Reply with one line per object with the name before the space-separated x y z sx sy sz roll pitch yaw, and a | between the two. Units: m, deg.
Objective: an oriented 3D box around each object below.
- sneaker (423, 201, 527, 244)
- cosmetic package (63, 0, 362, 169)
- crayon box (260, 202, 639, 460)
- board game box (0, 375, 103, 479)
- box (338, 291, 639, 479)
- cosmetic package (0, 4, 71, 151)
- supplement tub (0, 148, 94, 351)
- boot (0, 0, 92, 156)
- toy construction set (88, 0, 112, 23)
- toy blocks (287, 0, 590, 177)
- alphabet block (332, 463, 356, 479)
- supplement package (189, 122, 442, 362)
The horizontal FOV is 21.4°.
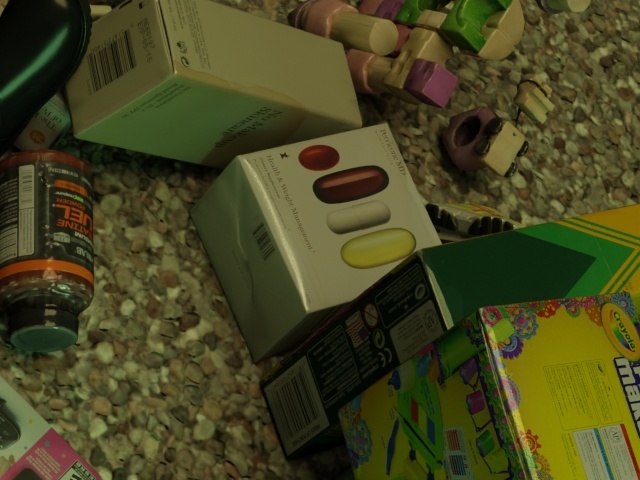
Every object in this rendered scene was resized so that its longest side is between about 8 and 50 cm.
sneaker | 0.207 -0.002 2.002 0.208 0.081 0.094 27 24 37
cosmetic package | -0.115 -0.166 1.841 0.309 0.160 0.113 10 60 -49
crayon box | 0.155 0.100 1.790 0.313 0.363 0.106 -10 71 -32
board game box | -0.384 0.259 1.576 0.224 0.097 0.303 45 54 -1
box | 0.183 0.236 1.548 0.177 0.279 0.290 -5 69 -30
cosmetic package | -0.363 -0.198 1.816 0.239 0.099 0.060 40 42 -5
supplement tub | -0.286 0.012 1.752 0.106 0.106 0.198 8 63 -26
boot | -0.334 -0.137 1.677 0.094 0.246 0.207 37 28 -3
toy construction set | -0.268 -0.380 1.935 0.215 0.151 0.328 10 66 -53
toy blocks | 0.130 -0.286 2.094 0.309 0.260 0.289 38 80 -37
alphabet block | 0.087 0.322 1.746 0.197 0.193 0.192 49 55 2
supplement package | 0.000 0.000 1.889 0.203 0.149 0.194 -15 74 -33
